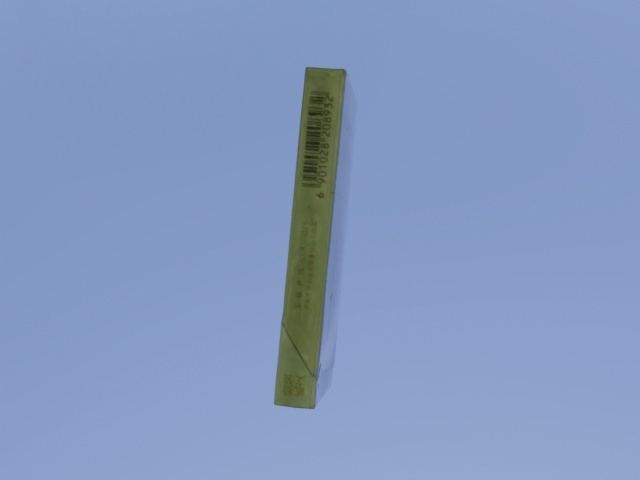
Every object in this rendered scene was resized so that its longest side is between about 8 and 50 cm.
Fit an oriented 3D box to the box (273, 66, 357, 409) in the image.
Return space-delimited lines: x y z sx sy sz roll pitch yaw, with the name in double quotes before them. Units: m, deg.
"box" -0.001 0.001 1.070 0.051 0.204 0.366 5 -92 6
